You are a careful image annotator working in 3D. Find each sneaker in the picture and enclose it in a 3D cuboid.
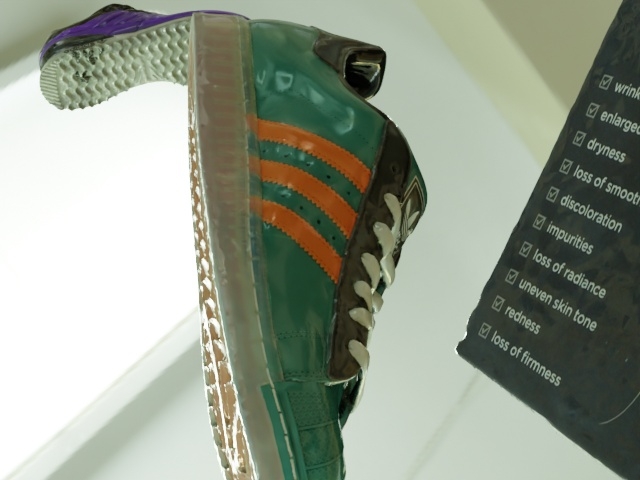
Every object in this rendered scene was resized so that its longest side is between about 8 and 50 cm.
[{"bbox_3d":[0.000,0.000,0.711,0.121,0.108,0.302,-1,-127,-8],"label":"sneaker"},{"bbox_3d":[-0.225,-0.263,1.884,0.293,0.102,0.146,-10,-144,-9],"label":"sneaker"}]

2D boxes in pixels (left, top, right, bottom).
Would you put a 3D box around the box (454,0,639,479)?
[{"bbox_3d":[0.431,0.010,1.259,0.297,0.472,0.480,19,-171,-29],"label":"box"}]
